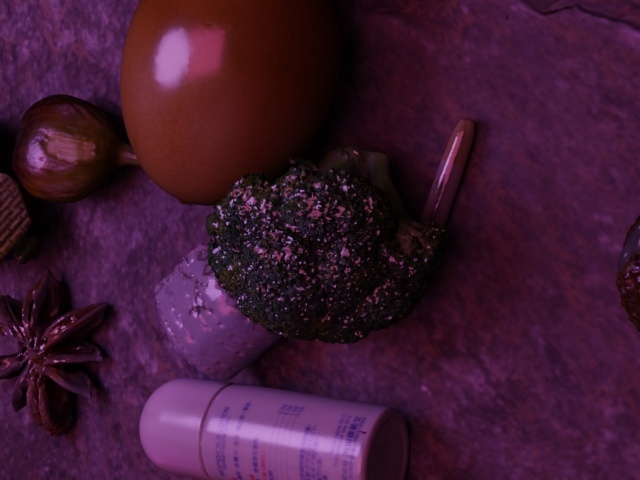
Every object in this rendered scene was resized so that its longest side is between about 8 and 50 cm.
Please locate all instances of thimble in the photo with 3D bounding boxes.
[{"bbox_3d":[-0.127,0.088,1.556,0.118,0.127,0.151,-42,63,22],"label":"thimble"}]

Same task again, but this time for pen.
[{"bbox_3d":[0.131,-0.033,1.461,0.040,0.032,0.233,26,104,33],"label":"pen"}]

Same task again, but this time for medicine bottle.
[{"bbox_3d":[-0.070,0.245,1.532,0.341,0.130,0.130,4,95,28],"label":"medicine bottle"}]

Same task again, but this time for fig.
[{"bbox_3d":[-0.283,-0.106,1.646,0.245,0.149,0.149,13,100,7],"label":"fig"}]

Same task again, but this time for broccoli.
[{"bbox_3d":[0.000,0.000,1.429,0.262,0.269,0.241,23,67,-8],"label":"broccoli"}]

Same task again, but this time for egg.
[{"bbox_3d":[-0.110,-0.192,1.461,0.250,0.250,0.322,34,114,23],"label":"egg"}]

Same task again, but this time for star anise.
[{"bbox_3d":[-0.385,0.160,1.732,0.229,0.093,0.236,-12,91,24],"label":"star anise"}]

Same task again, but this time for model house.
[{"bbox_3d":[-0.472,-0.053,1.719,0.189,0.214,0.195,39,79,5],"label":"model house"}]

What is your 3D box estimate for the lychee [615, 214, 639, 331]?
[{"bbox_3d":[0.383,0.035,1.259,0.171,0.171,0.171,2,94,29],"label":"lychee"}]
